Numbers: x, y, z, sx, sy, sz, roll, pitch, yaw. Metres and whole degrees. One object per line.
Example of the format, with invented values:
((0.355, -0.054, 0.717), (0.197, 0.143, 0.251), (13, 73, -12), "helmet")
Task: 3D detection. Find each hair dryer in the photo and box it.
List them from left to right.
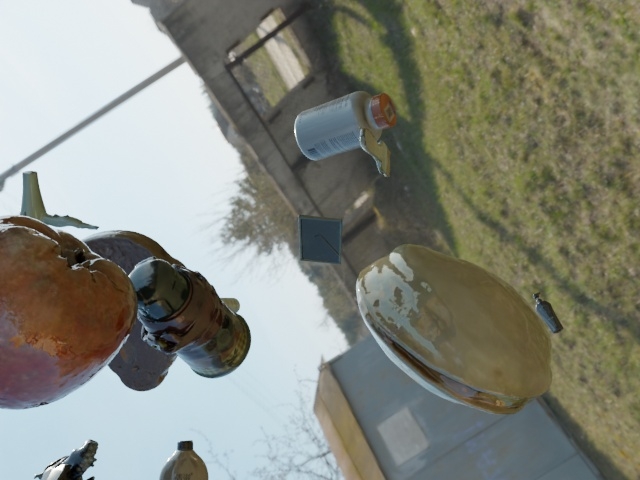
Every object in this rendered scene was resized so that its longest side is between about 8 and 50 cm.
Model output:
((-0.833, -0.117, 1.749), (0.092, 0.266, 0.229), (-56, -48, -73), "hair dryer")

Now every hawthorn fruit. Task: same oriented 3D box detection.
((-0.367, 0.090, 0.688), (0.235, 0.263, 0.231), (58, 151, -9), "hawthorn fruit")

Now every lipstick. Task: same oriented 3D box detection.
((-0.332, 0.212, 1.808), (0.059, 0.059, 0.264), (58, -171, 12), "lipstick")

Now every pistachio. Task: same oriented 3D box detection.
((0.277, 0.178, 1.198), (0.445, 0.282, 0.365), (36, -146, 20), "pistachio")

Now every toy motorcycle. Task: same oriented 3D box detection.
((-0.589, 0.580, 1.256), (0.106, 0.159, 0.271), (42, -136, -26), "toy motorcycle")

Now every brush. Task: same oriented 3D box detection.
((0.132, -0.210, 1.329), (0.336, 0.020, 0.086), (14, -102, -74), "brush")

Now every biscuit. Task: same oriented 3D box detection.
((-0.446, 0.164, 1.276), (0.074, 0.358, 0.382), (-57, -40, -65), "biscuit")

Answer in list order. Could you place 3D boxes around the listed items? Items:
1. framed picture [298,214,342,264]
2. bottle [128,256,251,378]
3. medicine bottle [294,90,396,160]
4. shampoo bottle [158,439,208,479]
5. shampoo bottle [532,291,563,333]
((0.000, 0.000, 1.421), (0.011, 0.109, 0.149), (-76, -10, -48), "framed picture")
((-0.230, 0.134, 0.951), (0.271, 0.143, 0.156), (60, -172, -51), "bottle")
((0.077, -0.345, 1.665), (0.157, 0.288, 0.157), (22, -117, -51), "medicine bottle")
((-0.355, 0.652, 1.459), (0.078, 0.127, 0.257), (112, 156, -70), "shampoo bottle")
((0.686, 0.219, 1.707), (0.027, 0.048, 0.137), (46, -162, -47), "shampoo bottle")
